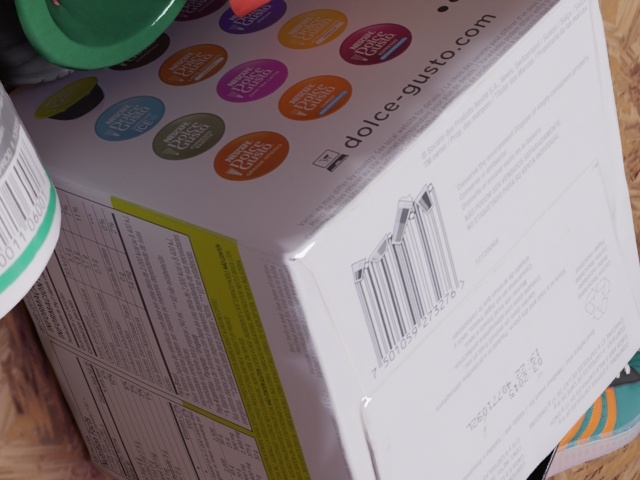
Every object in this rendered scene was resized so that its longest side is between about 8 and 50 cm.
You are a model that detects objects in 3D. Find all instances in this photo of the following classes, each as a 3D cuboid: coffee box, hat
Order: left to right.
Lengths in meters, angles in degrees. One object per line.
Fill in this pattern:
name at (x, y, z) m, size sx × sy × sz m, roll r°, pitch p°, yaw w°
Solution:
hat at (-0.195, -0.236, 1.197) m, size 0.173 × 0.183 × 0.208 m, roll -45°, pitch 149°, yaw -21°
coffee box at (0.000, 0.000, 1.347) m, size 0.337 × 0.334 × 0.338 m, roll -43°, pitch 134°, yaw -31°

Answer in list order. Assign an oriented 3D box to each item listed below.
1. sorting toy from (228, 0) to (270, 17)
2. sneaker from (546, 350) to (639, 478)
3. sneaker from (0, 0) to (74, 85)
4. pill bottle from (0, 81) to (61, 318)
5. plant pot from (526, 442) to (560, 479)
sorting toy at (0.015, -0.297, 1.294) m, size 0.365 × 0.126 × 0.127 m, roll -77°, pitch 157°, yaw -47°
sneaker at (0.246, 0.155, 1.849) m, size 0.302 × 0.108 × 0.121 m, roll -22°, pitch 124°, yaw -40°
sneaker at (-0.149, -0.238, 1.280) m, size 0.286 × 0.109 × 0.130 m, roll -51°, pitch 125°, yaw -28°
pill bottle at (-0.310, -0.111, 1.064) m, size 0.204 × 0.204 × 0.361 m, roll -45°, pitch 132°, yaw -28°
plant pot at (0.115, 0.117, 1.646) m, size 0.187 × 0.167 × 0.188 m, roll 30°, pitch 82°, yaw -49°
